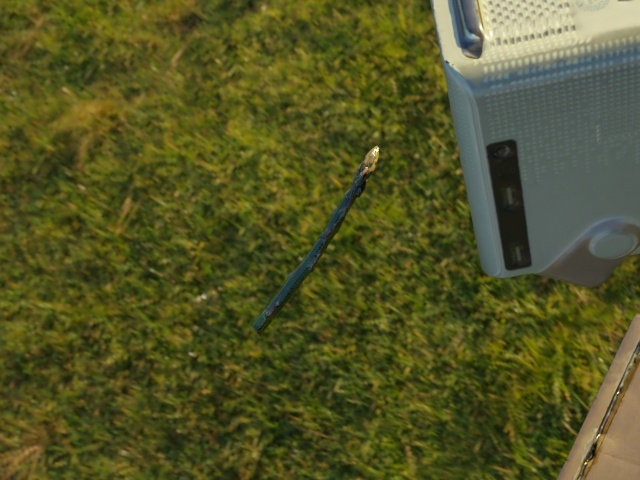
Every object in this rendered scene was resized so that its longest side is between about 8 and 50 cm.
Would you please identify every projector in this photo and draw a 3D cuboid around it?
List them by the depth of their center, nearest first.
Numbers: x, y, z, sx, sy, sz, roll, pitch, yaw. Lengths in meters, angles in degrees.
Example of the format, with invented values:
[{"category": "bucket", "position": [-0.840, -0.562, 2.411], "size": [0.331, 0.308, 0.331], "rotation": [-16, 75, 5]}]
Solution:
[{"category": "projector", "position": [0.173, -0.090, 0.716], "size": [0.177, 0.242, 0.163], "rotation": [-9, 50, 8]}]

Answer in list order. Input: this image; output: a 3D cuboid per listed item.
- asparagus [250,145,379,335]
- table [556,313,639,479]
[{"category": "asparagus", "position": [0.000, 0.000, 0.798], "size": [0.016, 0.016, 0.163], "rotation": [35, 87, -6]}, {"category": "table", "position": [0.117, 0.084, 0.317], "size": [0.082, 0.070, 0.083], "rotation": [17, 60, 31]}]
